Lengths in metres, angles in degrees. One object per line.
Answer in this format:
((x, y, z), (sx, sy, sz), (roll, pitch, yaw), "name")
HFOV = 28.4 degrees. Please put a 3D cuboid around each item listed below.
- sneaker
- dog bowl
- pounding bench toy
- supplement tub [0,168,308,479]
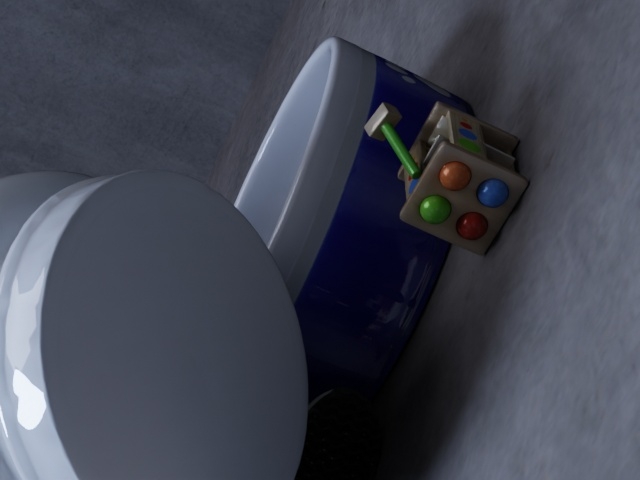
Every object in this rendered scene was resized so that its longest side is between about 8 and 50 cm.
((-0.016, 0.163, 0.736), (0.075, 0.057, 0.161), (-29, 42, 65), "sneaker")
((0.000, 0.000, 0.877), (0.265, 0.104, 0.264), (-157, 90, -80), "dog bowl")
((0.063, -0.039, 0.698), (0.065, 0.083, 0.052), (-85, 21, -61), "pounding bench toy")
((-0.194, 0.093, 0.720), (0.325, 0.235, 0.235), (-14, 44, 34), "supplement tub")
